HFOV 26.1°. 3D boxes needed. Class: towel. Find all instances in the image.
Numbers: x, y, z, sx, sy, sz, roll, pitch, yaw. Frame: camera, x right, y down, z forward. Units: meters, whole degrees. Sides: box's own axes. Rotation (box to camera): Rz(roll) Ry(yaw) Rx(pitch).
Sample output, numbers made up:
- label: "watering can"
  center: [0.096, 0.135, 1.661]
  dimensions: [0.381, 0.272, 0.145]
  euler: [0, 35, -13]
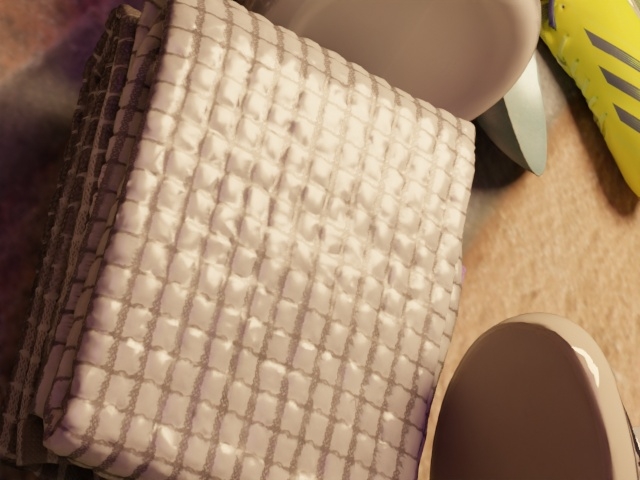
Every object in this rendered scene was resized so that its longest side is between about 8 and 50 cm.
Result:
- label: "towel"
  center: [-0.041, 0.027, 0.772]
  dimensions: [0.235, 0.121, 0.283]
  euler: [25, 65, -31]

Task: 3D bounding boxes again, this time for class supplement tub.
- label: "supplement tub"
  center: [0.028, -0.237, 0.943]
  dimensions: [0.194, 0.193, 0.316]
  euler: [17, 48, -31]

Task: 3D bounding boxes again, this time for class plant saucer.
- label: "plant saucer"
  center: [0.133, -0.141, 1.058]
  dimensions: [0.195, 0.037, 0.195]
  euler: [-12, 90, -72]

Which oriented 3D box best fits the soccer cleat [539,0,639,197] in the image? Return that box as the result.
- label: "soccer cleat"
  center: [0.238, -0.161, 1.180]
  dimensions: [0.121, 0.093, 0.289]
  euler: [-5, 70, -8]

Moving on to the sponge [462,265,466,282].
- label: "sponge"
  center: [0.000, 0.000, 0.911]
  dimensions: [0.210, 0.031, 0.117]
  euler: [39, 48, -15]

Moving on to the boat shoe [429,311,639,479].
- label: "boat shoe"
  center: [0.163, 0.199, 0.818]
  dimensions: [0.158, 0.127, 0.340]
  euler: [-14, 104, -48]

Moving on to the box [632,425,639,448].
- label: "box"
  center: [0.290, 0.224, 1.008]
  dimensions: [0.145, 0.038, 0.186]
  euler: [2, 63, -38]
